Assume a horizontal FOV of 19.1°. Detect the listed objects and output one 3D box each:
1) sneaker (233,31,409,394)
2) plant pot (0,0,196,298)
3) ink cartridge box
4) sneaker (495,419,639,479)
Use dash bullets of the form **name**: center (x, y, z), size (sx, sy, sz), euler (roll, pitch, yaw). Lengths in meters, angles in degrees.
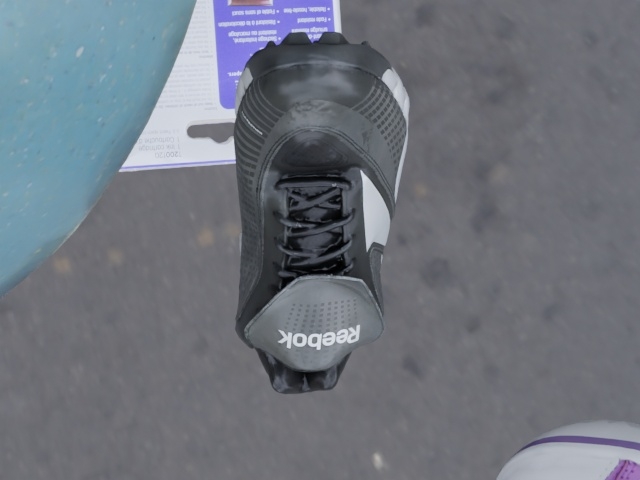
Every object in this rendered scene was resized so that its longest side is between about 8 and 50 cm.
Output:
- **sneaker**: center (0.000, 0.000, 0.855), size (0.078, 0.106, 0.234), euler (0, 152, -4)
- **plant pot**: center (-0.193, -0.099, 0.394), size (0.195, 0.290, 0.290), euler (-16, 132, -61)
- **ink cartridge box**: center (-0.087, -0.162, 1.507), size (0.206, 0.045, 0.208), euler (-4, 90, -11)
- **sneaker**: center (0.118, 0.163, 0.595), size (0.161, 0.282, 0.102), euler (-13, 129, -36)
